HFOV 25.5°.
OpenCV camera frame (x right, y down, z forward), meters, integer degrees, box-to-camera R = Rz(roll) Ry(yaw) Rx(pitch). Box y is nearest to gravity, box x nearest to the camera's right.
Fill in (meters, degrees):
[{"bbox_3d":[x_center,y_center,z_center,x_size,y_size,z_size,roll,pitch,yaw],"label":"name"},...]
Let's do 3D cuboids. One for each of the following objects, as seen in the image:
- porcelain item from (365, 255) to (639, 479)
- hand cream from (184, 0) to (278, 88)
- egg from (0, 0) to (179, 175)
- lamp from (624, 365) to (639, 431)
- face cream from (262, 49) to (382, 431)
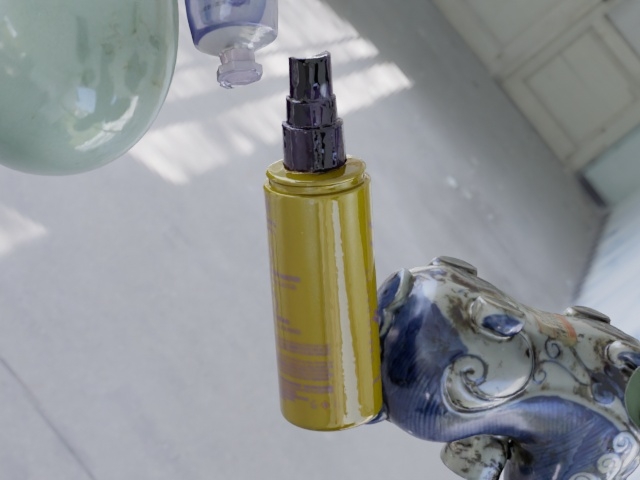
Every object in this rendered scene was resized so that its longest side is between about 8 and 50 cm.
[{"bbox_3d":[0.151,0.130,1.157,0.288,0.186,0.138,19,12,-24],"label":"porcelain item"},{"bbox_3d":[-0.060,-0.169,0.912,0.053,0.084,0.142,18,62,-63],"label":"hand cream"},{"bbox_3d":[-0.242,-0.217,1.193,0.230,0.230,0.371,29,34,-50],"label":"egg"},{"bbox_3d":[0.103,0.097,0.419,0.054,0.041,0.121,57,45,-45],"label":"lamp"},{"bbox_3d":[0.000,0.000,1.013,0.078,0.078,0.273,-71,159,-69],"label":"face cream"}]
